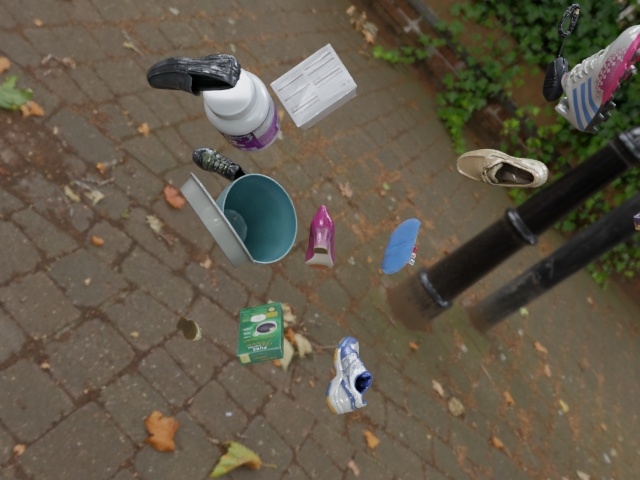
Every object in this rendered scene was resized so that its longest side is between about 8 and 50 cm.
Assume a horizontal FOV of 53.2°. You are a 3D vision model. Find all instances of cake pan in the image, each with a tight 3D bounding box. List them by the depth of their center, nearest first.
[{"bbox_3d":[-0.275,-0.044,1.678,0.293,0.054,0.293,53,-8,11],"label":"cake pan"}]

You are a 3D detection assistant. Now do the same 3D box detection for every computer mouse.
[{"bbox_3d":[0.613,-0.466,1.603,0.071,0.242,0.041,-4,23,-32],"label":"computer mouse"}]

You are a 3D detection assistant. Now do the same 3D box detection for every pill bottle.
[{"bbox_3d":[-0.207,-0.342,1.667,0.169,0.169,0.301,54,1,8],"label":"pill bottle"}]

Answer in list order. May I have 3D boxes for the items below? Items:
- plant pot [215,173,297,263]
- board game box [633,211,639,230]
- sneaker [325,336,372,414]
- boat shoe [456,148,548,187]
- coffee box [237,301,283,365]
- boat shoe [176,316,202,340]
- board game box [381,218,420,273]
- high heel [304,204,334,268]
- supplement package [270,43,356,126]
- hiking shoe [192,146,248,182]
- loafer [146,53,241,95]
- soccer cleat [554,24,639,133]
[{"bbox_3d":[-0.250,-0.055,2.103,0.290,0.195,0.290,11,73,-40],"label":"plant pot"},{"bbox_3d":[0.970,-0.065,1.734,0.170,0.141,0.048,22,-42,58],"label":"board game box"},{"bbox_3d":[0.111,0.427,2.043,0.112,0.130,0.296,60,27,-33],"label":"sneaker"},{"bbox_3d":[0.625,-0.254,2.272,0.110,0.341,0.122,-20,114,-47],"label":"boat shoe"},{"bbox_3d":[-0.150,0.234,1.620,0.184,0.113,0.040,-98,176,-58],"label":"coffee box"},{"bbox_3d":[-0.339,0.238,1.698,0.045,0.050,0.135,33,-5,-31],"label":"boat shoe"},{"bbox_3d":[0.228,0.023,1.740,0.033,0.133,0.169,30,63,-21],"label":"board game box"},{"bbox_3d":[0.000,0.000,1.696,0.244,0.082,0.117,80,15,-71],"label":"high heel"},{"bbox_3d":[-0.013,-0.444,1.892,0.145,0.204,0.262,56,7,-4],"label":"supplement package"},{"bbox_3d":[-0.338,-0.264,2.234,0.226,0.086,0.114,23,-5,-39],"label":"hiking shoe"},{"bbox_3d":[-0.282,-0.356,1.400,0.076,0.223,0.078,59,33,-61],"label":"loafer"},{"bbox_3d":[0.649,-0.386,1.516,0.143,0.331,0.116,39,68,20],"label":"soccer cleat"}]
